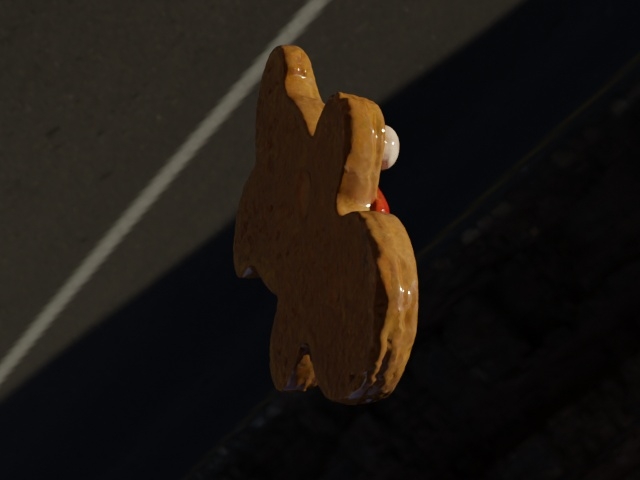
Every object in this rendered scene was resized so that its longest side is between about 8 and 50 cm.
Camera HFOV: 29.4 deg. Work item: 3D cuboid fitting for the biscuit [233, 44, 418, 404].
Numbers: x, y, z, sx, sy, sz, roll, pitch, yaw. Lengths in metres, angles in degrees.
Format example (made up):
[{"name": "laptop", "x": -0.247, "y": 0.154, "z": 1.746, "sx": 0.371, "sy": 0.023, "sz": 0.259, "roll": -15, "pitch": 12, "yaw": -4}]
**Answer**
[{"name": "biscuit", "x": 0.003, "y": 0.000, "z": 0.805, "sx": 0.049, "sy": 0.324, "sz": 0.205, "roll": 7, "pitch": 108, "yaw": -18}]
